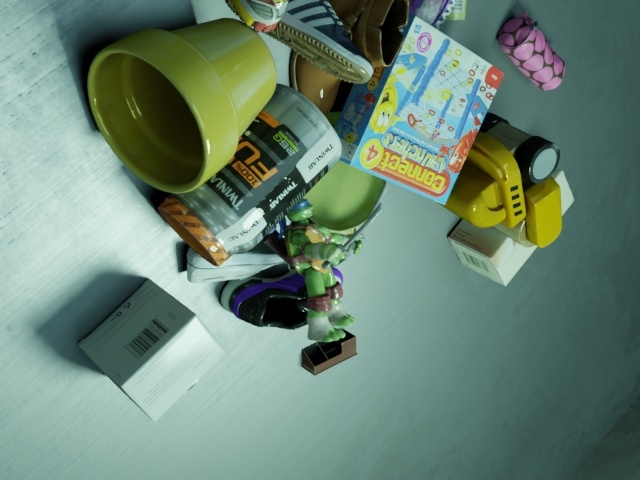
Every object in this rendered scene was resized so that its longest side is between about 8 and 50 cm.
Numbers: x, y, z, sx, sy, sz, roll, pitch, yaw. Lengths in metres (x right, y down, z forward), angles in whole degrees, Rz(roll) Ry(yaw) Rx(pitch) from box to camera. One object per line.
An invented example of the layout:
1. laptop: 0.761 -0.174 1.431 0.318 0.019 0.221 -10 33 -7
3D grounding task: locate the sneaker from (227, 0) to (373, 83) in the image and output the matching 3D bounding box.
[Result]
1. sneaker: -0.004 -0.400 1.503 0.153 0.282 0.099 -57 176 -13

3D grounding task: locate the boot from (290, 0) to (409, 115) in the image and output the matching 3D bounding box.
1. boot: 0.060 -0.342 1.595 0.109 0.220 0.283 -1 111 -42

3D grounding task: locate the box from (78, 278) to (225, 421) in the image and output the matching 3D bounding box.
1. box: -0.304 0.195 1.564 0.181 0.182 0.119 -44 132 -17

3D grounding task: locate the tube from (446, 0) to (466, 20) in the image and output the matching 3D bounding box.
1. tube: 0.279 -0.581 1.796 0.062 0.070 0.240 2 109 2

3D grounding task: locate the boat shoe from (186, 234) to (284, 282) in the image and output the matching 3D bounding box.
1. boat shoe: -0.163 0.038 1.700 0.226 0.083 0.076 -2 126 -30

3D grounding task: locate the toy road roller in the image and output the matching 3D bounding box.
1. toy road roller: 0.382 -0.101 1.925 0.240 0.202 0.329 -36 135 -16

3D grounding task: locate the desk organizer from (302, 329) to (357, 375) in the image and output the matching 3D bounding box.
1. desk organizer: 0.021 0.255 1.985 0.130 0.047 0.050 -22 121 -33

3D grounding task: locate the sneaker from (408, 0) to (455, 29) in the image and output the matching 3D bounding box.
1. sneaker: 0.194 -0.462 1.753 0.104 0.095 0.236 17 100 -37

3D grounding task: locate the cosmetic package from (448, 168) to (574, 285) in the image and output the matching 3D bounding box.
1. cosmetic package: 0.478 -0.055 2.167 0.296 0.153 0.129 -50 136 -13

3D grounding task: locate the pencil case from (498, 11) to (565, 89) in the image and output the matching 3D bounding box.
1. pencil case: 0.506 -0.444 2.044 0.209 0.095 0.098 33 66 -48

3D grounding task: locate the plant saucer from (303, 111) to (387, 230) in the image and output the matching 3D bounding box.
1. plant saucer: 0.031 -0.140 1.759 0.241 0.037 0.241 -1 92 -34

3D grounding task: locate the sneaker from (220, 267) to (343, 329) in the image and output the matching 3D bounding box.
1. sneaker: -0.047 0.127 1.786 0.293 0.146 0.102 -11 118 -38

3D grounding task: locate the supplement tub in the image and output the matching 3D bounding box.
1. supplement tub: -0.128 -0.115 1.558 0.316 0.193 0.193 -47 134 -13

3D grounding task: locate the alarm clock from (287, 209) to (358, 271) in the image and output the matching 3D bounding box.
1. alarm clock: 0.000 0.000 1.824 0.192 0.064 0.129 -40 132 -25

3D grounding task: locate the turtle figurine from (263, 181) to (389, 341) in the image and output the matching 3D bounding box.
1. turtle figurine: 0.043 0.044 1.644 0.274 0.198 0.266 -10 103 -14

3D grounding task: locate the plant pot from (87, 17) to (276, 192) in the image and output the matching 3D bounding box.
1. plant pot: -0.205 -0.242 1.410 0.239 0.254 0.254 -43 135 -40

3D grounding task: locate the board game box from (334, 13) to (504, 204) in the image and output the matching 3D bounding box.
1. board game box: 0.193 -0.258 1.731 0.308 0.086 0.302 17 99 -43

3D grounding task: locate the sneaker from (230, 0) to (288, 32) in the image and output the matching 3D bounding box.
1. sneaker: -0.124 -0.454 1.405 0.088 0.092 0.225 -35 87 -41
